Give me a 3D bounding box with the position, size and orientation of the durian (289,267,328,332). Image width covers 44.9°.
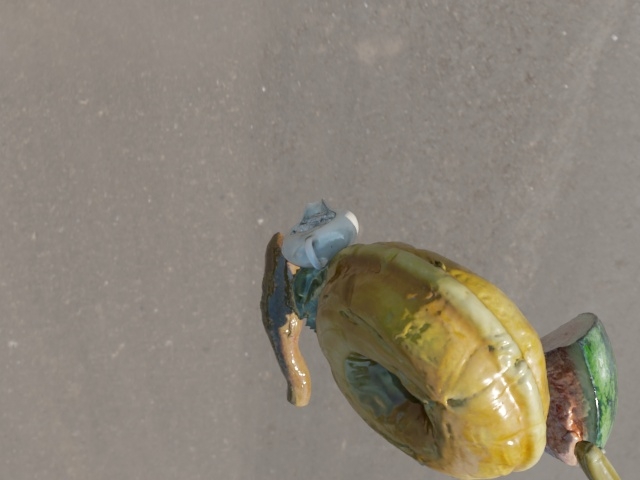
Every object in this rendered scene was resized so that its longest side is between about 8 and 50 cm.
[{"bbox_3d":[0.030,0.087,1.471,0.188,0.091,0.148,-35,91,23],"label":"durian"}]

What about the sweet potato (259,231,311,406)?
[{"bbox_3d":[-0.073,0.174,1.652,0.109,0.109,0.385,-6,97,-8],"label":"sweet potato"}]

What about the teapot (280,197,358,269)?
[{"bbox_3d":[0.000,0.000,1.365,0.145,0.226,0.092,-25,107,10],"label":"teapot"}]

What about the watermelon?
[{"bbox_3d":[0.467,0.284,1.522,0.250,0.292,0.283,-6,95,-39],"label":"watermelon"}]

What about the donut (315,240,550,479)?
[{"bbox_3d":[0.167,0.192,1.234,0.198,0.449,0.449,-38,136,-25],"label":"donut"}]

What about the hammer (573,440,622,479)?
[{"bbox_3d":[0.518,0.462,1.305,0.113,0.202,0.305,-35,92,-25],"label":"hammer"}]
